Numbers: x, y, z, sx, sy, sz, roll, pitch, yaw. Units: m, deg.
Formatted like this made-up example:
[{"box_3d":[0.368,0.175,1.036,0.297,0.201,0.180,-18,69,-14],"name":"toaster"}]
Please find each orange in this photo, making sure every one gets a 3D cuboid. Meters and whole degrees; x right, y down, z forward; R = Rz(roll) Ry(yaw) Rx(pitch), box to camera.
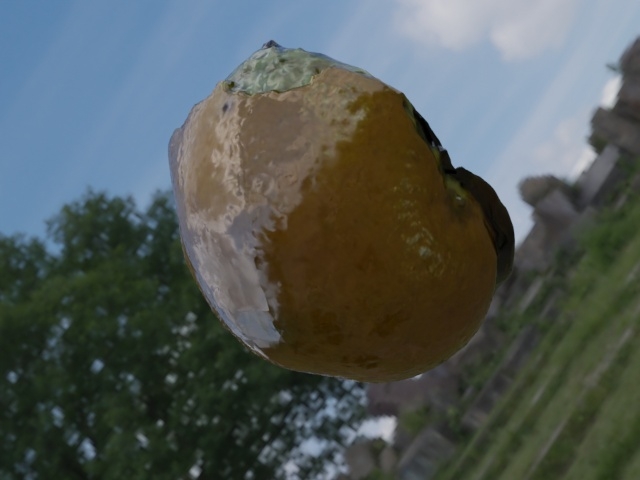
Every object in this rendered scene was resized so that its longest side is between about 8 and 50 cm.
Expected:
[{"box_3d":[0.000,0.000,0.560,0.160,0.170,0.112,92,-165,-52],"name":"orange"}]
